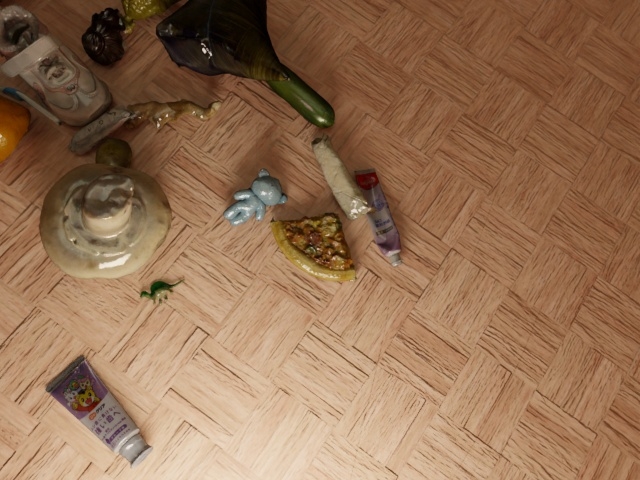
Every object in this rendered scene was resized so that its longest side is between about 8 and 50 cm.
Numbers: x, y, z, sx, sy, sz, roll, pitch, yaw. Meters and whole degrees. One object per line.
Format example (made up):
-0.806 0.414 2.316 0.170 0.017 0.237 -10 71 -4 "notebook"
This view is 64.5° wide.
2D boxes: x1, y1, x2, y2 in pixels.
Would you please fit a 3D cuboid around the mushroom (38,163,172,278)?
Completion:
-0.516 -0.063 1.212 0.315 0.336 0.314 5 74 -19 "mushroom"

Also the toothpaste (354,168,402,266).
0.170 -0.069 1.446 0.075 0.048 0.300 -17 76 -7 "toothpaste"

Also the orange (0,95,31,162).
-0.882 -0.296 1.290 0.249 0.249 0.183 24 96 0 "orange"

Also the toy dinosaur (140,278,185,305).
-0.414 0.127 1.335 0.120 0.029 0.060 -36 70 -14 "toy dinosaur"

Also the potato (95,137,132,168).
-0.565 -0.219 1.383 0.092 0.070 0.137 3 75 -8 "potato"

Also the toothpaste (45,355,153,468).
-0.529 0.418 1.227 0.299 0.073 0.114 40 74 13 "toothpaste"

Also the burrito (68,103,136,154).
-0.602 -0.304 1.388 0.203 0.064 0.064 -35 82 2 "burrito"

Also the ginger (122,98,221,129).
-0.422 -0.359 1.438 0.288 0.075 0.089 -5 73 -5 "ginger"

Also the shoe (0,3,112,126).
-0.736 -0.462 1.361 0.351 0.198 0.172 38 77 5 "shoe"

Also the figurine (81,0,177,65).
-0.567 -0.648 1.473 0.187 0.168 0.315 36 84 -25 "figurine"

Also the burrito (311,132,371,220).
0.053 -0.187 1.450 0.082 0.059 0.275 -32 77 27 "burrito"

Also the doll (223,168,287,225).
-0.186 -0.113 1.410 0.180 0.075 0.120 -34 121 5 "doll"

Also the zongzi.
-0.176 -0.616 1.422 0.432 0.207 0.403 21 67 23 "zongzi"

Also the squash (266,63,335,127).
-0.086 -0.449 1.496 0.331 0.087 0.087 43 75 7 "squash"

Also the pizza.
0.000 0.000 1.399 0.292 0.058 0.197 37 73 4 "pizza"

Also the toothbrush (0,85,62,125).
-0.815 -0.387 1.359 0.386 0.040 0.040 33 73 23 "toothbrush"
